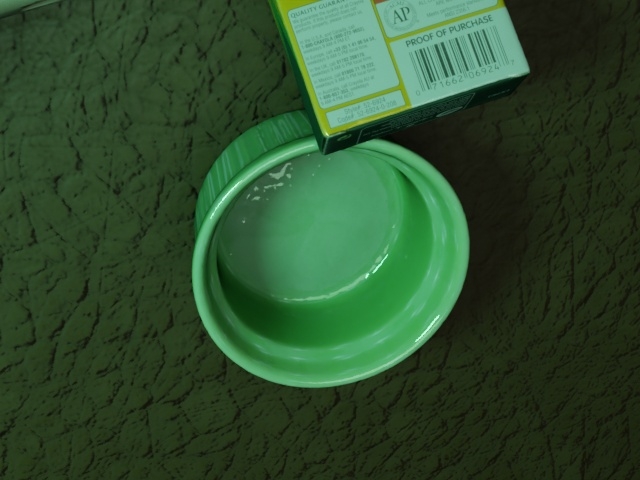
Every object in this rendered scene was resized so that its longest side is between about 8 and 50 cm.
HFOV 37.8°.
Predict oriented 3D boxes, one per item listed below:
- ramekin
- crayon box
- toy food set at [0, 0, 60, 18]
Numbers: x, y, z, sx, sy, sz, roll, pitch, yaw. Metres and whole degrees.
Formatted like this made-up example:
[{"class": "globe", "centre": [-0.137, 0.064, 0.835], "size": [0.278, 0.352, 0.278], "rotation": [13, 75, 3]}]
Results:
[{"class": "ramekin", "centre": [0.000, 0.000, 1.053], "size": [0.304, 0.148, 0.303], "rotation": [-6, 118, -11]}, {"class": "crayon box", "centre": [0.046, -0.268, 0.903], "size": [0.203, 0.083, 0.322], "rotation": [-18, 84, -5]}, {"class": "toy food set", "centre": [-0.271, -0.355, 0.812], "size": [0.220, 0.092, 0.306], "rotation": [-27, 121, -32]}]
